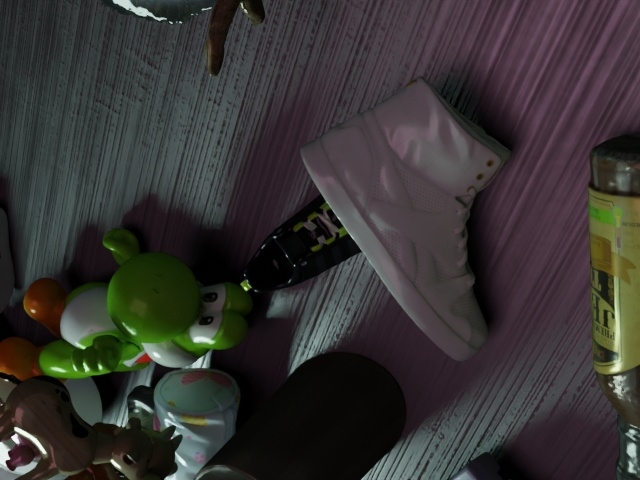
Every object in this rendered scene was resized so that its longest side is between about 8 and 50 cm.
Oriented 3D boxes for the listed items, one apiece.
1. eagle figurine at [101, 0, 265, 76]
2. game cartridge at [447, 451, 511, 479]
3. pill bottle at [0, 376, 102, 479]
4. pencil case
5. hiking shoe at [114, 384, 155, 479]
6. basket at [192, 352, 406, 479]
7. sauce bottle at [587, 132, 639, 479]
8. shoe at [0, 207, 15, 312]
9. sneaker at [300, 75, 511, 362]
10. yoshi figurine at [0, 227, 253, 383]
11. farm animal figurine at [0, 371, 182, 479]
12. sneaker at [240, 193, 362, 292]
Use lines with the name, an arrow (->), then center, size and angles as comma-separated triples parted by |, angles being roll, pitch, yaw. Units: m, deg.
eagle figurine -> -0.142, -0.333, 0.802 | 0.226, 0.225, 0.298 | -47, 42, -5
game cartridge -> 0.227, 0.439, 0.876 | 0.355, 0.068, 0.230 | 50, 128, 18
pill bottle -> -0.518, 0.329, 1.216 | 0.408, 0.229, 0.229 | -36, 88, 34
pencil case -> -0.168, 0.311, 1.072 | 0.124, 0.114, 0.273 | 25, 120, 44
hiking shoe -> -0.253, 0.323, 1.127 | 0.086, 0.114, 0.226 | 5, 111, 28
basket -> -0.030, 0.252, 0.902 | 0.204, 0.227, 0.154 | -40, 86, 34
sauce bottle -> 0.303, 0.078, 0.711 | 0.112, 0.111, 0.344 | 2, 108, 30
shoe -> -0.526, 0.025, 1.210 | 0.081, 0.063, 0.177 | 13, 109, 27
sneaker -> 0.131, -0.018, 0.777 | 0.169, 0.108, 0.292 | -32, 112, 13
yoshi figurine -> -0.266, 0.090, 1.005 | 0.362, 0.203, 0.203 | -11, 95, 28
farm animal figurine -> -0.225, 0.288, 0.898 | 0.326, 0.172, 0.330 | 50, 168, 22
sneaker -> 0.000, 0.000, 0.868 | 0.235, 0.097, 0.084 | -39, 87, 35
